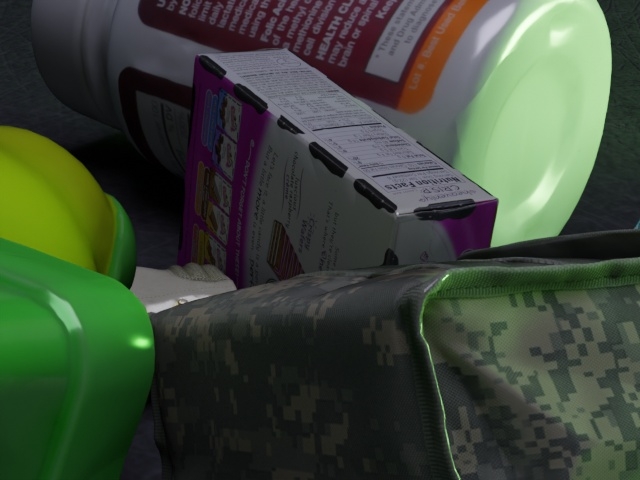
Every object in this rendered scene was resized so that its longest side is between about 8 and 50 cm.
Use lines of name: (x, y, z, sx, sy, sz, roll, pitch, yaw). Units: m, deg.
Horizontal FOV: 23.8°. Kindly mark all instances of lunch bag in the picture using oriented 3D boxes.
lunch bag: (0.100, 0.082, 0.668, 0.287, 0.168, 0.235, -3, -3, -31)

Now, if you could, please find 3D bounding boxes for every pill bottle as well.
pill bottle: (-0.010, -0.126, 1.107, 0.392, 0.224, 0.224, 23, 29, 32)

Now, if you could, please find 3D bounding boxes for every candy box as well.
candy box: (0.000, 0.000, 0.898, 0.071, 0.159, 0.233, -9, 32, -29)

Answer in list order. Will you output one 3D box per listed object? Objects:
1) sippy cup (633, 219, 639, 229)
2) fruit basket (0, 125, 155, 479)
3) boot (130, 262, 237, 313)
sippy cup: (0.304, -0.021, 0.880, 0.240, 0.224, 0.305, 20, 14, 3)
fruit basket: (-0.226, 0.069, 0.614, 0.392, 0.282, 0.392, 18, 1, 0)
boot: (-0.122, 0.064, 0.842, 0.165, 0.077, 0.213, 3, 22, -11)
